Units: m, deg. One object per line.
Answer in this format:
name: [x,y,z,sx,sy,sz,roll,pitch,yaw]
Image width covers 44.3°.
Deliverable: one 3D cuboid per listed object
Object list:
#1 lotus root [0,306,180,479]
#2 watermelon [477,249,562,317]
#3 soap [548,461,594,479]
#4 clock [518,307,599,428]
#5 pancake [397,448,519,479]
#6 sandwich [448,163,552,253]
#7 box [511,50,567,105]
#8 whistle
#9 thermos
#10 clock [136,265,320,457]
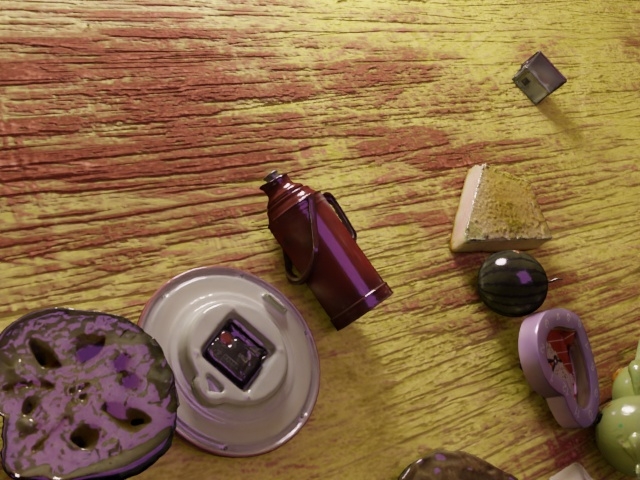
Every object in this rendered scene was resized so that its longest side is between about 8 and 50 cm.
lotus root: [-0.257,0.170,0.834,0.204,0.078,0.183,11,64,-18]
watermelon: [0.311,0.067,1.227,0.133,0.105,0.105,-1,62,-1]
soap: [0.400,0.412,1.095,0.183,0.064,0.121,51,13,2]
clock: [0.361,0.185,1.213,0.198,0.064,0.172,50,44,-25]
pancake: [0.197,0.410,1.011,0.295,0.049,0.294,14,59,-24]
sandwich: [0.281,-0.060,1.319,0.193,0.058,0.162,-3,65,-31]
box: [0.430,-0.317,1.553,0.084,0.060,0.063,47,55,-4]
whistle: [0.498,0.261,1.256,0.141,0.141,0.294,35,32,-12]
thermos: [-0.001,0.001,1.077,0.124,0.099,0.232,-31,84,-35]
clock: [-0.109,0.143,0.960,0.245,0.056,0.244,14,59,-25]
